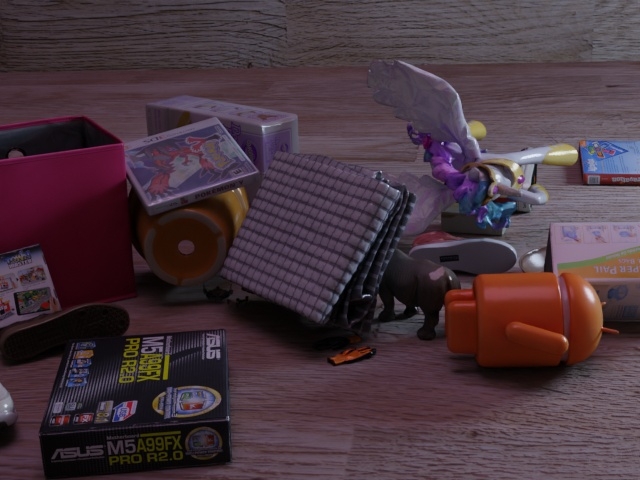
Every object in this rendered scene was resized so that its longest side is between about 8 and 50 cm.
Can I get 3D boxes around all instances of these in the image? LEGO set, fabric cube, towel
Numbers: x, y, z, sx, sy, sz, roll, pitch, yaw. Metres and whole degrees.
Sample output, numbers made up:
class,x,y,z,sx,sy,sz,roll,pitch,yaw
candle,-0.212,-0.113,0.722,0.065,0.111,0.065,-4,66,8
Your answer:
class,x,y,z,sx,sy,sz,roll,pitch,yaw
LEGO set,-0.153,0.090,1.746,0.054,0.023,0.083,-18,37,-33
fabric cube,-0.460,-0.043,1.807,0.254,0.258,0.259,-12,21,-23
towel,0.000,0.000,1.646,0.121,0.235,0.284,32,-8,-39

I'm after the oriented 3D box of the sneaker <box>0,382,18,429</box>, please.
class,x,y,z,sx,sy,sz,roll,pitch,yaw
sneaker,-0.480,0.166,1.412,0.110,0.118,0.292,-16,24,-39

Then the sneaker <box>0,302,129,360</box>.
class,x,y,z,sx,sy,sz,roll,pitch,yaw
sneaker,-0.374,0.121,1.605,0.188,0.066,0.071,-10,17,-24

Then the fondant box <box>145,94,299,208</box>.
class,x,y,z,sx,sy,sz,roll,pitch,yaw
fondant box,-0.180,-0.127,2.042,0.330,0.238,0.096,15,25,42

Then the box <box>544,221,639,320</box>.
class,x,y,z,sx,sy,sz,roll,pitch,yaw
box,0.430,0.045,1.594,0.203,0.114,0.103,0,56,6

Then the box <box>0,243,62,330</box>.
class,x,y,z,sx,sy,sz,roll,pitch,yaw
box,-0.496,0.087,1.627,0.207,0.114,0.036,-16,-16,-20

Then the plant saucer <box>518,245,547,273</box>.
class,x,y,z,sx,sy,sz,roll,pitch,yaw
plant saucer,0.413,0.052,1.751,0.199,0.036,0.198,-3,18,1

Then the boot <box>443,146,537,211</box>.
class,x,y,z,sx,sy,sz,roll,pitch,yaw
boot,0.341,-0.126,2.216,0.176,0.088,0.244,2,23,17

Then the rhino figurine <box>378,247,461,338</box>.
class,x,y,z,sx,sy,sz,roll,pitch,yaw
rhino figurine,0.117,0.064,1.642,0.073,0.106,0.243,-16,23,-35

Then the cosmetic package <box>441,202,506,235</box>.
class,x,y,z,sx,sy,sz,roll,pitch,yaw
cosmetic package,0.281,-0.040,2.029,0.115,0.041,0.060,4,21,17

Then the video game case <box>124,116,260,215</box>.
class,x,y,z,sx,sy,sz,roll,pitch,yaw
video game case,-0.215,-0.122,1.761,0.183,0.023,0.201,-19,38,-16

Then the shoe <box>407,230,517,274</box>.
class,x,y,z,sx,sy,sz,roll,pitch,yaw
shoe,0.234,0.016,1.836,0.178,0.063,0.081,-2,22,11

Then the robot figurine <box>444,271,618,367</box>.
class,x,y,z,sx,sy,sz,roll,pitch,yaw
robot figurine,0.276,0.106,1.471,0.219,0.128,0.158,-2,-21,3

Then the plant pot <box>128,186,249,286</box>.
class,x,y,z,sx,sy,sz,roll,pitch,yaw
plant pot,-0.216,-0.019,1.788,0.205,0.205,0.188,-4,21,-3

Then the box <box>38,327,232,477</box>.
class,x,y,z,sx,sy,sz,roll,pitch,yaw
box,-0.220,0.193,1.380,0.216,0.060,0.270,-4,19,-3

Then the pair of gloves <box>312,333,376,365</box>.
class,x,y,z,sx,sy,sz,roll,pitch,yaw
pair of gloves,0.033,0.150,1.551,0.074,0.010,0.083,-11,20,-24

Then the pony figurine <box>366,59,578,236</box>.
class,x,y,z,sx,sy,sz,roll,pitch,yaw
pony figurine,0.237,-0.139,1.932,0.351,0.302,0.363,19,17,27

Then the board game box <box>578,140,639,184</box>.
class,x,y,z,sx,sy,sz,roll,pitch,yaw
board game box,0.631,-0.169,2.385,0.145,0.027,0.281,3,19,11
